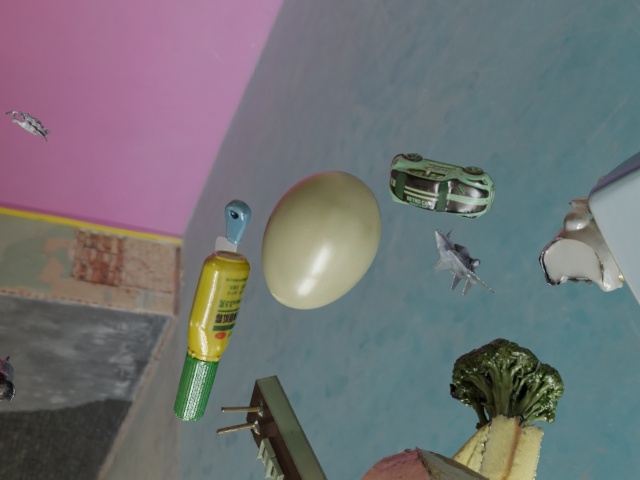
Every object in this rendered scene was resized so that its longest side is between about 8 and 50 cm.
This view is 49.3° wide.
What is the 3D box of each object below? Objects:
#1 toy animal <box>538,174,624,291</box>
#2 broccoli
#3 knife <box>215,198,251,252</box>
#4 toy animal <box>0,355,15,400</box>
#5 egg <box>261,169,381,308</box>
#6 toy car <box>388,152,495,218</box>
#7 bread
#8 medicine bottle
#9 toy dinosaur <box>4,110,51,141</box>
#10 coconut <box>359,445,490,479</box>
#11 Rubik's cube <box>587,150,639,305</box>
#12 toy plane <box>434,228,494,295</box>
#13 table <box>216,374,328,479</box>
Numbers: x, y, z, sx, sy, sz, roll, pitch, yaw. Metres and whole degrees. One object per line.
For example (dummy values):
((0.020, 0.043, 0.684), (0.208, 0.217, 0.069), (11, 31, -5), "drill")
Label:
((0.682, -0.003, 1.693), (0.247, 0.310, 0.183), (56, 146, 7), "toy animal")
((0.532, 0.427, 1.976), (0.304, 0.321, 0.284), (102, -173, -46), "broccoli")
((-0.181, 0.007, 1.374), (0.032, 0.058, 0.244), (-55, -8, -41), "knife")
((-0.702, 0.300, 1.528), (0.210, 0.117, 0.121), (-75, -18, -79), "toy animal")
((0.000, 0.000, 1.152), (0.242, 0.185, 0.186), (-65, 23, -1), "egg")
((0.322, -0.142, 1.932), (0.125, 0.305, 0.136), (-40, -39, -53), "toy car")
((0.458, 0.631, 1.742), (0.405, 0.345, 0.242), (-52, 51, 33), "bread")
((-0.170, 0.145, 1.051), (0.095, 0.064, 0.261), (-4, -68, -67), "medicine bottle")
((-0.729, -0.293, 1.755), (0.039, 0.082, 0.209), (-59, -9, -3), "toy dinosaur")
((0.210, 0.572, 1.235), (0.360, 0.346, 0.346), (59, 158, -10), "coconut")
((0.716, -0.047, 1.158), (0.351, 0.352, 0.347), (-32, 87, 52), "Rubik's cube")
((0.373, 0.040, 1.935), (0.212, 0.267, 0.088), (24, 64, 44), "toy plane")
((-0.089, 0.366, 1.176), (0.240, 0.111, 0.122), (56, 144, 40), "table")
